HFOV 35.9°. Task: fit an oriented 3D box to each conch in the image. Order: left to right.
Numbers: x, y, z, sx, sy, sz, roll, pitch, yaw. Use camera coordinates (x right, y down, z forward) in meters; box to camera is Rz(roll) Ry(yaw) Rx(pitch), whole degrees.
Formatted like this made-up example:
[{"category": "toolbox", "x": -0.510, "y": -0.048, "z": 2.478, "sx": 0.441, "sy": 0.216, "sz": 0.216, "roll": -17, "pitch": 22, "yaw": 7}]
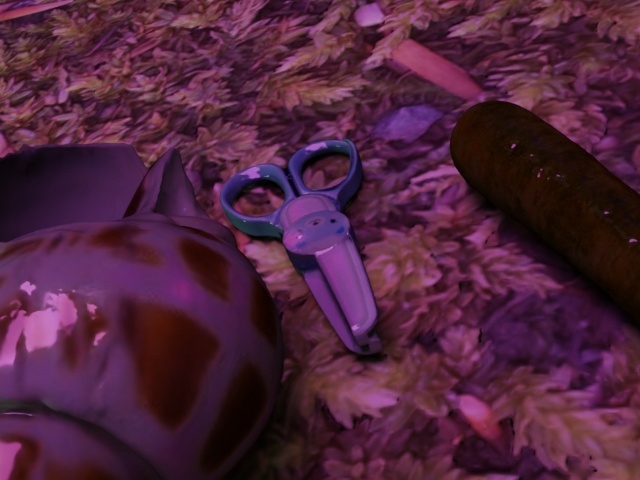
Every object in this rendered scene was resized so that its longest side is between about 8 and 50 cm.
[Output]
[{"category": "conch", "x": -0.149, "y": 0.067, "z": 0.607, "sx": 0.250, "sy": 0.197, "sz": 0.368, "roll": 22, "pitch": 17, "yaw": 2}]

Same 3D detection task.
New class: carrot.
[{"category": "carrot", "x": 0.200, "y": 0.007, "z": 0.648, "sx": 0.074, "sy": 0.074, "sz": 0.358, "roll": -30, "pitch": 43, "yaw": -9}]

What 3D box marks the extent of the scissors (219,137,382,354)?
[{"category": "scissors", "x": 0.000, "y": 0.000, "z": 0.769, "sx": 0.125, "sy": 0.030, "sz": 0.256, "roll": -23, "pitch": 38, "yaw": -3}]
